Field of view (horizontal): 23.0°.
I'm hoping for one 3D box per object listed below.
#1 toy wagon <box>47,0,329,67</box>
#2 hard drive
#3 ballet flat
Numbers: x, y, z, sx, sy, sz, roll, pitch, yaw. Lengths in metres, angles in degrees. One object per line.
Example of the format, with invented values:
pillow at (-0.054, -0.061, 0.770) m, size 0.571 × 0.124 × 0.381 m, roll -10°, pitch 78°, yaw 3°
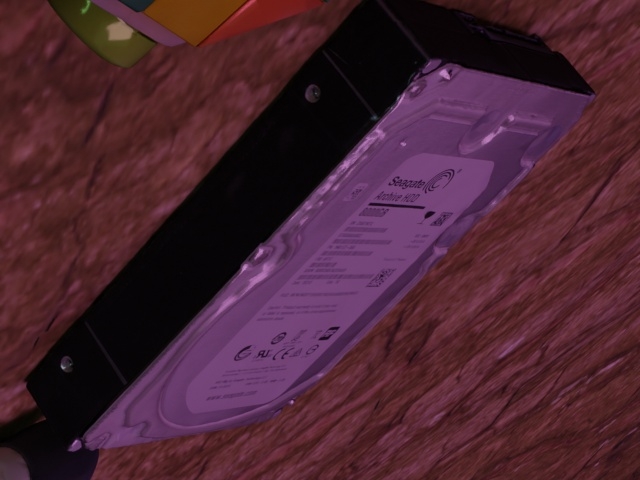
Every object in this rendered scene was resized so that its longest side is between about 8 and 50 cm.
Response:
toy wagon at (-0.004, -0.174, 0.607) m, size 0.267 × 0.068 × 0.344 m, roll -41°, pitch 159°, yaw 10°
hard drive at (0.000, 0.000, 0.987) m, size 0.339 × 0.064 × 0.237 m, roll -47°, pitch 157°, yaw 22°
ballet flat at (-0.229, 0.182, 0.997) m, size 0.203 × 0.074 × 0.074 m, roll -38°, pitch 159°, yaw 10°
